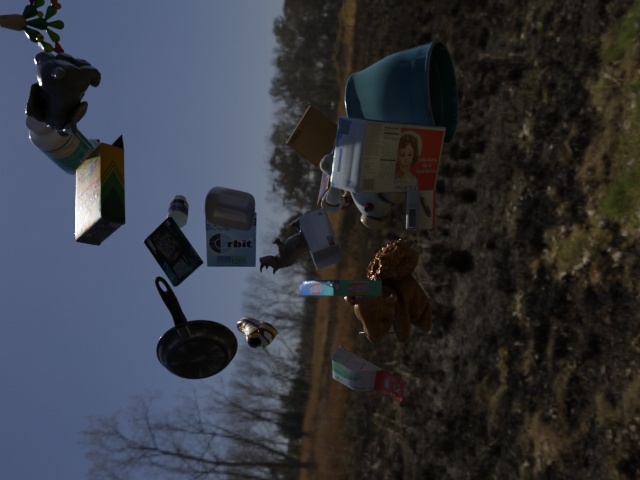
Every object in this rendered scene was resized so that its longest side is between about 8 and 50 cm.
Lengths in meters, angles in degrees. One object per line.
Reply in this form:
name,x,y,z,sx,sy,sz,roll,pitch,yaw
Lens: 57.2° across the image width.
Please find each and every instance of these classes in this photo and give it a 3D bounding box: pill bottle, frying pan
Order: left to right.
pill bottle,-0.904,-0.348,2.040,0.264,0.146,0.146,71,-160,-66
pill bottle,-0.470,-0.099,1.939,0.120,0.067,0.067,-102,11,-53
frying pan,-0.291,0.222,1.402,0.053,0.197,0.326,-109,23,-51

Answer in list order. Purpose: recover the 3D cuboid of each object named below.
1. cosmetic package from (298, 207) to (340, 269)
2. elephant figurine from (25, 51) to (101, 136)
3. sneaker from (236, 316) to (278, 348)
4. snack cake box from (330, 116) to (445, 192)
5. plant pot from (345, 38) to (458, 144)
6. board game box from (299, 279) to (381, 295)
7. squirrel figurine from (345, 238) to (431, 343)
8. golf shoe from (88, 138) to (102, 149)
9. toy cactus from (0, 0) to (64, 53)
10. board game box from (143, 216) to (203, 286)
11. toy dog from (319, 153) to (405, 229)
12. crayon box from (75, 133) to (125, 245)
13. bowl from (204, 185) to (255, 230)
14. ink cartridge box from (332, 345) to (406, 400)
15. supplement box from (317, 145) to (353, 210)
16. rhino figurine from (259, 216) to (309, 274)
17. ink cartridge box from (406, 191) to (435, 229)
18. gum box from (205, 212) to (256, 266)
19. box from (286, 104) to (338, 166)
cosmetic package,0.000,0.000,1.693,0.231,0.086,0.117,70,179,-74
elephant figurine,-0.665,-0.346,1.511,0.186,0.169,0.239,-16,-46,-57
sneaker,-0.225,0.303,1.912,0.084,0.185,0.069,-52,-57,-32
snack cake box,0.153,-0.188,1.298,0.089,0.264,0.152,20,108,45
plant pot,0.215,-0.387,1.603,0.272,0.255,0.271,2,-92,-62
board game box,0.054,0.138,1.707,0.210,0.160,0.047,-10,78,62
squirrel figurine,0.235,0.188,2.186,0.370,0.281,0.396,9,-95,-62
golf shoe,-0.894,-0.363,2.382,0.176,0.086,0.069,44,143,26
toy cactus,-0.872,-0.661,1.783,0.112,0.181,0.219,-31,70,58
board game box,-0.467,0.036,1.860,0.186,0.126,0.026,54,-163,12
toy dog,0.108,-0.164,1.942,0.161,0.334,0.220,-10,-65,-57
crayon box,-0.708,-0.169,1.884,0.202,0.081,0.318,-29,60,41
bowl,-0.251,-0.096,1.655,0.142,0.142,0.053,107,173,-52
ink cartridge box,0.142,0.423,1.782,0.056,0.225,0.181,-53,-20,-26
supplement box,0.082,-0.252,2.417,0.194,0.129,0.191,129,153,-71
rhino figurine,-0.119,0.033,1.995,0.243,0.106,0.073,-42,9,14
ink cartridge box,0.430,-0.183,2.373,0.239,0.060,0.275,-4,-84,-50
gum box,-0.281,-0.002,1.851,0.041,0.157,0.184,-101,14,-57
box,-0.026,-0.428,2.408,0.201,0.164,0.021,-60,20,-16
